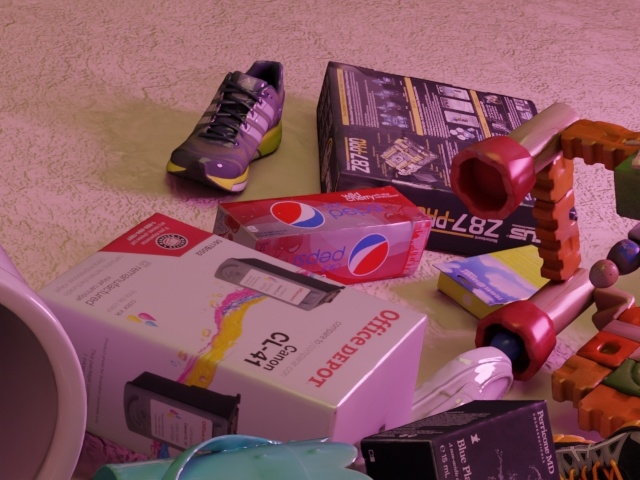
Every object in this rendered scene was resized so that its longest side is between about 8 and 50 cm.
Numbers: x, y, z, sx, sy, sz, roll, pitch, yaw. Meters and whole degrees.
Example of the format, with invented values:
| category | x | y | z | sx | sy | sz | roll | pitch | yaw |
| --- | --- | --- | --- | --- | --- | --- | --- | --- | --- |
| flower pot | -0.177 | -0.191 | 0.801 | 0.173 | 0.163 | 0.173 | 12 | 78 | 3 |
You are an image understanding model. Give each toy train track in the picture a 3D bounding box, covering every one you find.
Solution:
| category | x | y | z | sx | sy | sz | roll | pitch | yaw |
| --- | --- | --- | --- | --- | --- | --- | --- | --- | --- |
| toy train track | 0.325 | -0.094 | 1.690 | 0.048 | 0.014 | 0.083 | 5 | 28 | 22 |

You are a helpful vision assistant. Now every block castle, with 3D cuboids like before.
| category | x | y | z | sx | sy | sz | roll | pitch | yaw |
| --- | --- | --- | --- | --- | --- | --- | --- | --- | --- |
| block castle | 0.352 | 0.056 | 1.731 | 0.453 | 0.303 | 0.213 | 17 | 41 | 39 |

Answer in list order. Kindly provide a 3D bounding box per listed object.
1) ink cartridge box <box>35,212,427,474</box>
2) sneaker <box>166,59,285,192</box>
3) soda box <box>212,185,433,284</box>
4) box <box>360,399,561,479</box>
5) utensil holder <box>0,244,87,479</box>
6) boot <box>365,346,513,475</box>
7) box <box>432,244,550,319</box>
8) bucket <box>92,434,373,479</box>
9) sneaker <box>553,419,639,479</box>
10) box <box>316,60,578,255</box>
| category | x | y | z | sx | sy | sz | roll | pitch | yaw |
| --- | --- | --- | --- | --- | --- | --- | --- | --- | --- |
| ink cartridge box | -0.085 | 0.109 | 1.558 | 0.306 | 0.131 | 0.226 | 19 | 27 | 19 |
| sneaker | -0.120 | -0.156 | 2.220 | 0.111 | 0.121 | 0.300 | 16 | 26 | 7 |
| soda box | 0.000 | 0.000 | 2.010 | 0.263 | 0.083 | 0.092 | -6 | 33 | -36 |
| box | 0.133 | 0.233 | 1.500 | 0.158 | 0.156 | 0.093 | -13 | 3 | -42 |
| utensil holder | -0.410 | 0.068 | 1.405 | 0.327 | 0.328 | 0.385 | -1 | 29 | -28 |
| boot | 0.139 | 0.199 | 1.688 | 0.123 | 0.095 | 0.258 | 36 | 42 | 28 |
| box | 0.228 | 0.056 | 2.053 | 0.178 | 0.042 | 0.109 | -10 | 34 | -39 |
| bucket | -0.067 | 0.278 | 1.228 | 0.183 | 0.281 | 0.281 | 0 | 29 | -18 |
| sneaker | 0.264 | 0.229 | 1.615 | 0.083 | 0.084 | 0.215 | -25 | 2 | -35 |
| box | 0.160 | -0.111 | 2.297 | 0.318 | 0.097 | 0.395 | 11 | 26 | -8 |
